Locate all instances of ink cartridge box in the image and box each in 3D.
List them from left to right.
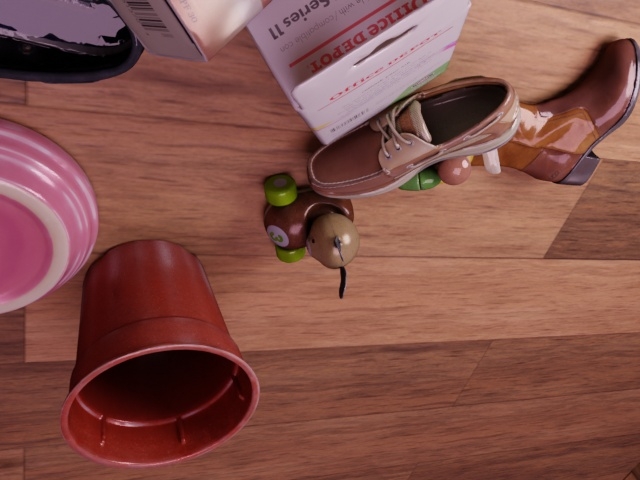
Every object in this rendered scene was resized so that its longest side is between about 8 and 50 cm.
[{"bbox_3d":[0.044,-0.229,0.742,0.207,0.119,0.353,-31,178,5],"label":"ink cartridge box"}]

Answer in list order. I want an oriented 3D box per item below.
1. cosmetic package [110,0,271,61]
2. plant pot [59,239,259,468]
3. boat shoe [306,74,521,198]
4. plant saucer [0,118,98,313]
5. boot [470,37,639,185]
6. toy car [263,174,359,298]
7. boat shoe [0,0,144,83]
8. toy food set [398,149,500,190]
[{"bbox_3d":[-0.083,-0.331,0.646,0.296,0.129,0.153,-51,133,-17],"label":"cosmetic package"},{"bbox_3d":[-0.255,0.156,1.000,0.272,0.265,0.272,-11,132,-12],"label":"plant pot"},{"bbox_3d":[0.126,-0.157,0.935,0.324,0.123,0.116,-22,164,7],"label":"boat shoe"},{"bbox_3d":[-0.476,-0.010,0.889,0.332,0.084,0.332,-12,134,-13],"label":"plant saucer"},{"bbox_3d":[0.350,-0.226,1.064,0.280,0.096,0.264,9,128,-14],"label":"boot"},{"bbox_3d":[0.000,0.000,1.020,0.149,0.188,0.155,-16,133,-9],"label":"toy car"},{"bbox_3d":[-0.410,-0.260,0.647,0.500,0.156,0.187,5,129,-24],"label":"boat shoe"},{"bbox_3d":[0.175,-0.133,1.017,0.218,0.071,0.128,-7,119,6],"label":"toy food set"}]
